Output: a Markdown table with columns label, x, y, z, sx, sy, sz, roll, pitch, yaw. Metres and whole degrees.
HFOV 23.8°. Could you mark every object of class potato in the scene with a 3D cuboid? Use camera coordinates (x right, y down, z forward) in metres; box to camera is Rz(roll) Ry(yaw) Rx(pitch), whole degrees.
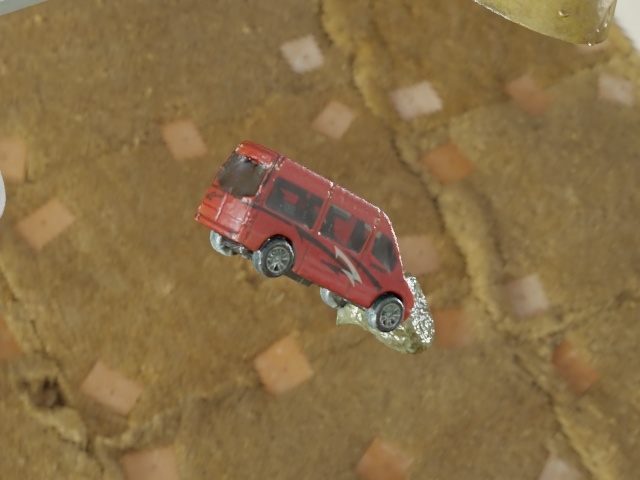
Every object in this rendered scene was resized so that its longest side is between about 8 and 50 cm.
| label | x | y | z | sx | sy | sz | roll | pitch | yaw |
| --- | --- | --- | --- | --- | --- | --- | --- | --- | --- |
| potato | 0.228 | -0.301 | 1.509 | 0.178 | 0.158 | 0.203 | 22 | -154 | 5 |

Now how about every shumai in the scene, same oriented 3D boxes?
| label | x | y | z | sx | sy | sz | roll | pitch | yaw |
| --- | --- | --- | --- | --- | --- | --- | --- | --- | --- |
| shumai | 0.053 | 0.068 | 1.344 | 0.080 | 0.083 | 0.082 | -18 | -93 | 17 |

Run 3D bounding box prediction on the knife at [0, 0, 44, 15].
| label | x | y | z | sx | sy | sz | roll | pitch | yaw |
| --- | --- | --- | --- | --- | --- | --- | --- | --- | --- |
| knife | -0.171 | -0.098 | 0.691 | 0.260 | 0.063 | 0.035 | -23 | -88 | -40 |

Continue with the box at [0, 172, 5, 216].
| label | x | y | z | sx | sy | sz | roll | pitch | yaw |
| --- | --- | --- | --- | --- | --- | --- | --- | --- | --- |
| box | -0.438 | -0.047 | 1.412 | 0.206 | 0.291 | 0.262 | -34 | -101 | 11 |

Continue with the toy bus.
| label | x | y | z | sx | sy | sz | roll | pitch | yaw |
| --- | --- | --- | --- | --- | --- | --- | --- | --- | --- |
| toy bus | 0.000 | 0.000 | 1.201 | 0.195 | 0.081 | 0.089 | 28 | -92 | -36 |
